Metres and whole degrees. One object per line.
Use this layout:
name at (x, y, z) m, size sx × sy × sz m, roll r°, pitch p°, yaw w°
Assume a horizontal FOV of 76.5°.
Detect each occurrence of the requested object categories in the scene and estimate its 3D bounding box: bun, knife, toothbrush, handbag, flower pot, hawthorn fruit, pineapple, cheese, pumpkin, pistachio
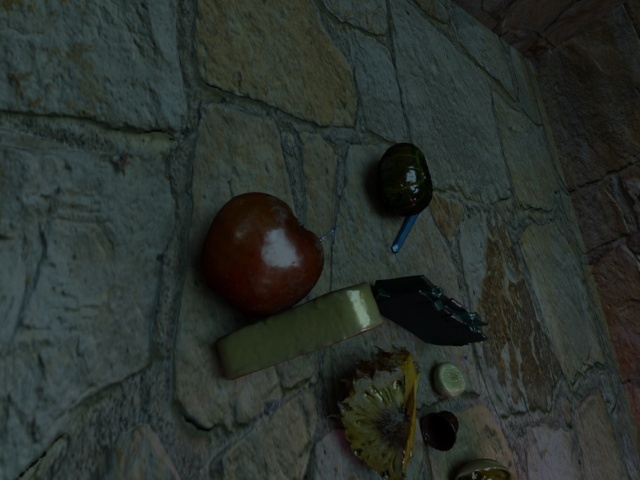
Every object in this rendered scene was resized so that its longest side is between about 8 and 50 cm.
bun at (0.423, 0.465, 1.350) m, size 0.115 × 0.069 × 0.115 m, roll 11°, pitch 55°, yaw -16°
knife at (0.322, -0.060, 1.498) m, size 0.044 × 0.026 × 0.296 m, roll 45°, pitch 54°, yaw -13°
toothbrush at (0.000, 0.000, 1.221) m, size 0.193 × 0.019 × 0.013 m, roll -37°, pitch 99°, yaw -39°
handbag at (0.332, 0.225, 1.258) m, size 0.326 × 0.238 × 0.089 m, roll 35°, pitch 59°, yaw -23°
flower pot at (0.380, 0.579, 1.261) m, size 0.089 × 0.111 × 0.111 m, roll 2°, pitch 72°, yaw -54°
hawthorn fruit at (-0.131, 0.034, 0.944) m, size 0.284 × 0.284 × 0.284 m, roll 15°, pitch 65°, yaw -34°
pineapple at (0.157, 0.426, 1.120) m, size 0.286 × 0.209 × 0.344 m, roll -31°, pitch 120°, yaw -67°
cheese at (-0.012, 0.210, 0.982) m, size 0.384 × 0.384 × 0.104 m, roll -7°, pitch 71°, yaw -40°
pumpkin at (0.278, -0.205, 1.422) m, size 0.260 × 0.189 × 0.260 m, roll 33°, pitch 51°, yaw -53°
pistachio at (0.516, 0.769, 1.270) m, size 0.230 × 0.157 × 0.157 m, roll 15°, pitch 64°, yaw -28°
